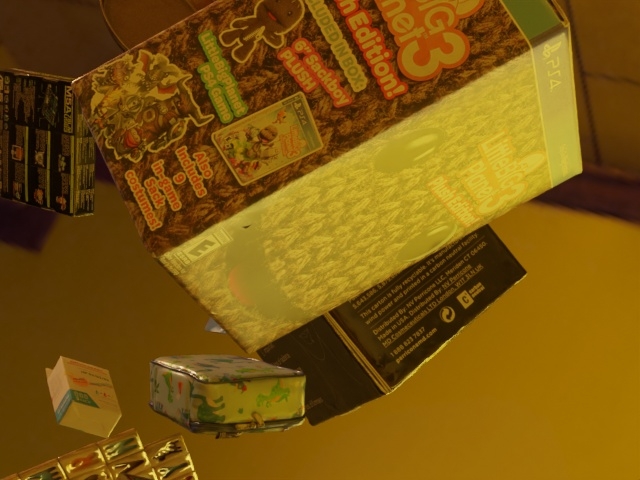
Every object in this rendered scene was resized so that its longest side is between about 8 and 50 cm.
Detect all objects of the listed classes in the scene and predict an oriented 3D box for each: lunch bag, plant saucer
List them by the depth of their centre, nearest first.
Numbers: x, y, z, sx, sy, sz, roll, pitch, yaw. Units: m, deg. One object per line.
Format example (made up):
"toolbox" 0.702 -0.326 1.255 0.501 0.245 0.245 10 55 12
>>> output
"plant saucer" -0.185 -0.253 1.539 0.168 0.168 0.029 33 137 -17
"lunch bag" -0.127 0.210 1.838 0.176 0.090 0.219 -1 -176 -31

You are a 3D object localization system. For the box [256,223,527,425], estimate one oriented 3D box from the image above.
"box" 0.000 0.000 2.073 0.472 0.297 0.480 50 162 2

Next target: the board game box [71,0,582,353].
"board game box" 0.018 -0.076 0.922 0.141 0.291 0.232 62 -178 24

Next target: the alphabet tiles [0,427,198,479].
"alphabet tiles" -0.349 0.386 1.946 0.285 0.342 0.011 82 165 -54

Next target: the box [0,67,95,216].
"box" -0.392 -0.142 1.886 0.184 0.191 0.045 12 -165 37

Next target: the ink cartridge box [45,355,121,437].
"ink cartridge box" -0.446 0.281 2.484 0.104 0.062 0.181 22 -161 -30

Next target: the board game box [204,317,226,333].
"board game box" -0.049 0.077 1.473 0.168 0.133 0.033 0 124 56

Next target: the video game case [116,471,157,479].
"video game case" -0.127 0.399 1.855 0.285 0.025 0.204 20 -177 -32
